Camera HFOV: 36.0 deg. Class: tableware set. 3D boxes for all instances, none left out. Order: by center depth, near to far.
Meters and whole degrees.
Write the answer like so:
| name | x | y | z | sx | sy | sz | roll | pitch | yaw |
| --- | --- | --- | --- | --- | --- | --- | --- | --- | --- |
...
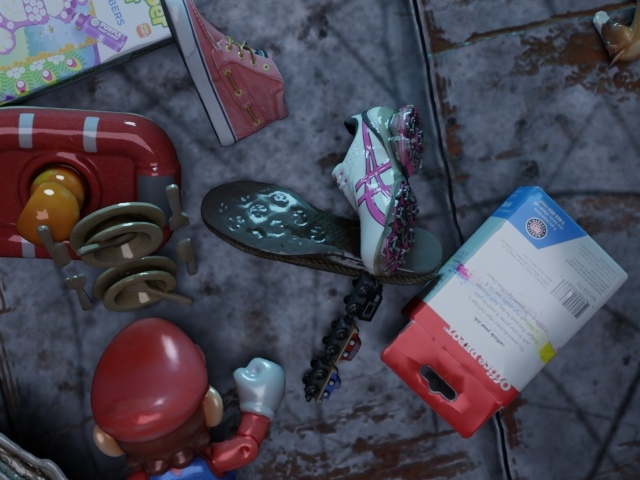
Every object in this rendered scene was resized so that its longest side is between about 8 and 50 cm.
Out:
| name | x | y | z | sx | sy | sz | roll | pitch | yaw |
| --- | --- | --- | --- | --- | --- | --- | --- | --- | --- |
| tableware set | -0.177 | 0.026 | 0.925 | 0.128 | 0.194 | 0.039 | -19 | 66 | -9 |

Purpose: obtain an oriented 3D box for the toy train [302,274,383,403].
| name | x | y | z | sx | sy | sz | roll | pitch | yaw |
| --- | --- | --- | --- | --- | --- | --- | --- | --- | --- |
| toy train | 0.023 | 0.103 | 0.998 | 0.036 | 0.027 | 0.158 | 15 | 117 | -23 |

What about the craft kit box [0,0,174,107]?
| name | x | y | z | sx | sy | sz | roll | pitch | yaw |
| --- | --- | --- | --- | --- | --- | --- | --- | --- | --- |
| craft kit box | -0.284 | -0.274 | 0.969 | 0.247 | 0.061 | 0.250 | -23 | 95 | -4 |

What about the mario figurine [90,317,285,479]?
| name | x | y | z | sx | sy | sz | roll | pitch | yaw |
| --- | --- | --- | --- | --- | --- | --- | --- | --- | --- |
| mario figurine | -0.130 | 0.223 | 0.998 | 0.198 | 0.170 | 0.320 | -27 | 109 | -36 |

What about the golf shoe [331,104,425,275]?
| name | x | y | z | sx | sy | sz | roll | pitch | yaw |
| --- | --- | --- | --- | --- | --- | --- | --- | --- | --- |
| golf shoe | 0.053 | -0.048 | 0.973 | 0.086 | 0.067 | 0.186 | -3 | 60 | 20 |

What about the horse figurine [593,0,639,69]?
| name | x | y | z | sx | sy | sz | roll | pitch | yaw |
| --- | --- | --- | --- | --- | --- | --- | --- | --- | --- |
| horse figurine | 0.384 | -0.305 | 0.994 | 0.263 | 0.066 | 0.174 | -23 | 89 | 1 |

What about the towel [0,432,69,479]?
| name | x | y | z | sx | sy | sz | roll | pitch | yaw |
| --- | --- | --- | --- | --- | --- | --- | --- | --- | --- |
| towel | -0.277 | 0.295 | 0.967 | 0.282 | 0.049 | 0.187 | 43 | 132 | -6 |

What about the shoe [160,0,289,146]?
| name | x | y | z | sx | sy | sz | roll | pitch | yaw |
| --- | --- | --- | --- | --- | --- | --- | --- | --- | --- |
| shoe | -0.090 | -0.177 | 0.953 | 0.081 | 0.063 | 0.178 | -25 | 130 | -5 |

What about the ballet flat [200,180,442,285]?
| name | x | y | z | sx | sy | sz | roll | pitch | yaw |
| --- | --- | --- | --- | --- | --- | --- | --- | --- | --- |
| ballet flat | 0.000 | 0.000 | 1.002 | 0.250 | 0.058 | 0.084 | 12 | 61 | -2 |

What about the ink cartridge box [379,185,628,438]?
| name | x | y | z | sx | sy | sz | roll | pitch | yaw |
| --- | --- | --- | --- | --- | --- | --- | --- | --- | --- |
| ink cartridge box | 0.178 | 0.071 | 1.002 | 0.134 | 0.078 | 0.231 | 44 | 91 | -4 |

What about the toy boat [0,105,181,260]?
| name | x | y | z | sx | sy | sz | roll | pitch | yaw |
| --- | --- | --- | --- | --- | --- | --- | --- | --- | --- |
| toy boat | -0.251 | -0.041 | 0.927 | 0.231 | 0.151 | 0.151 | 2 | 110 | -3 |
